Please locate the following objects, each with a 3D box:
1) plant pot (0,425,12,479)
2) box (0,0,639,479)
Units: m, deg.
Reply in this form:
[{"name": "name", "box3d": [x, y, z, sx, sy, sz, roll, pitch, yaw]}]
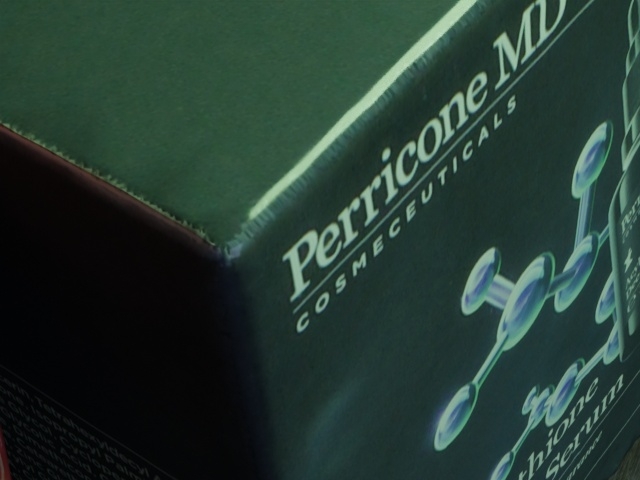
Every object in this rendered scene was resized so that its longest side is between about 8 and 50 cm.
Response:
[{"name": "plant pot", "box3d": [-0.174, 0.033, 0.335, 0.191, 0.191, 0.174, -34, 133, -44]}, {"name": "box", "box3d": [0.000, 0.000, 0.580, 0.293, 0.212, 0.395, -46, 148, -29]}]
